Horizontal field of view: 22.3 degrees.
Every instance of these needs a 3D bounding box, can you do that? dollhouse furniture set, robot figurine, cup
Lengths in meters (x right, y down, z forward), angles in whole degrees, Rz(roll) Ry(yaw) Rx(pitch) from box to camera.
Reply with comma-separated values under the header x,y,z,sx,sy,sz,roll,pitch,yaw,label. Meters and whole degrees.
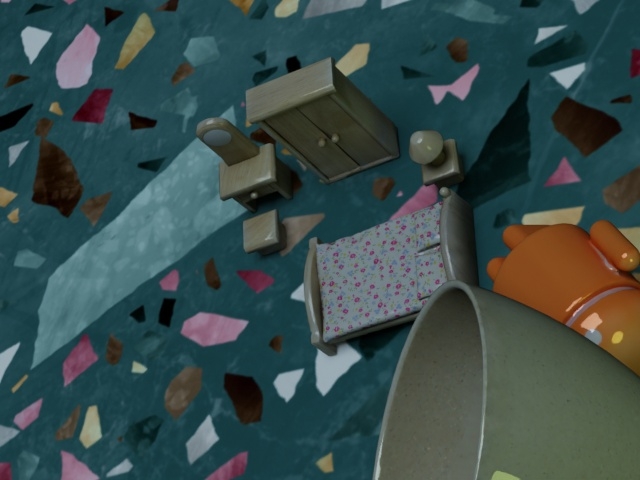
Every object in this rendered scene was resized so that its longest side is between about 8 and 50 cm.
x,y,z,sx,sy,sz,roll,pitch,yaw,label
0.000,0.000,1.824,0.303,0.174,0.356,-19,56,25,dollhouse furniture set
0.260,0.067,1.640,0.158,0.128,0.219,-39,50,-1,robot figurine
0.202,0.220,1.488,0.331,0.237,0.331,-169,90,-80,cup
